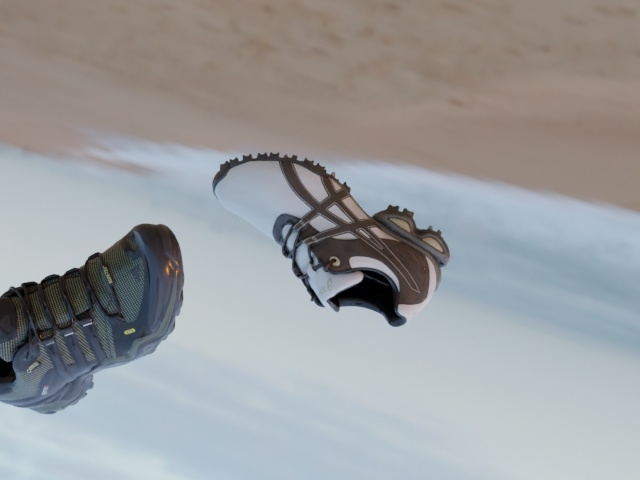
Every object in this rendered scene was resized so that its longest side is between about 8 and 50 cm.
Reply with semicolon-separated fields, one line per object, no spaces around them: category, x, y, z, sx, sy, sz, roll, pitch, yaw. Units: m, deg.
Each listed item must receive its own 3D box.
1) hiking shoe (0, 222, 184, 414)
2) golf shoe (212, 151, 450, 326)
hiking shoe;-0.199;0.065;1.501;0.114;0.227;0.086;7;-132;-47
golf shoe;0.000;0.000;1.499;0.198;0.094;0.077;22;140;4
